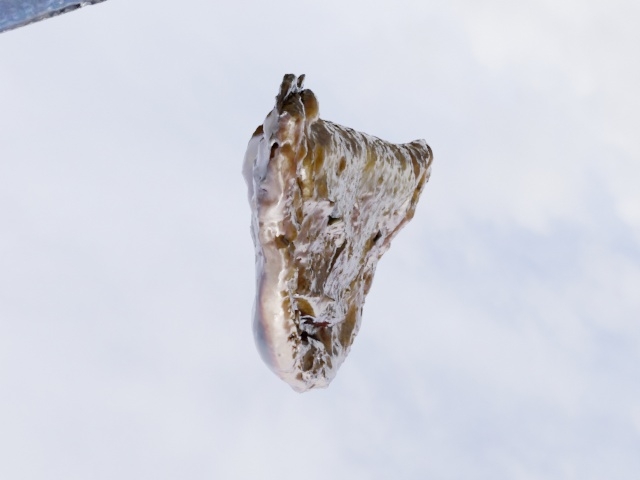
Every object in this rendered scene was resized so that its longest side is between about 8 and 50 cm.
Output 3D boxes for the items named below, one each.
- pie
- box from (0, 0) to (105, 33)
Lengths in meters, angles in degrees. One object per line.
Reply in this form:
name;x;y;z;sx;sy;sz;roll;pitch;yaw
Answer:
pie;0.000;0.002;0.439;0.033;0.088;0.191;9;180;15
box;-0.212;-0.286;0.970;0.279;0.261;0.116;-15;-143;9
